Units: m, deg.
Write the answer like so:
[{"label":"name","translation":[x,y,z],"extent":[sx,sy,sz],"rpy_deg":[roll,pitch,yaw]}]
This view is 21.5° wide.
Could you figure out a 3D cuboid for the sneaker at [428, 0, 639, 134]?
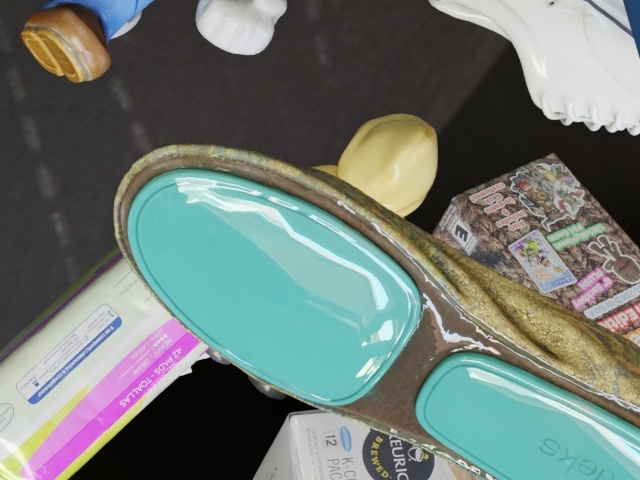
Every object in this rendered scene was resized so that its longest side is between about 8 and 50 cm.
[{"label":"sneaker","translation":[0.176,-0.104,1.034],"extent":[0.258,0.091,0.094],"rpy_deg":[42,9,23]}]

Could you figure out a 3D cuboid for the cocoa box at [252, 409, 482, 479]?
[{"label":"cocoa box","translation":[0.065,0.293,1.404],"extent":[0.347,0.228,0.231],"rpy_deg":[116,-32,-61]}]

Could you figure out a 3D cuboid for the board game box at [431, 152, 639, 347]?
[{"label":"board game box","translation":[0.221,0.109,1.610],"extent":[0.141,0.232,0.291],"rpy_deg":[-24,64,-35]}]

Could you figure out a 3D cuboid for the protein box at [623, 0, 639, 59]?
[{"label":"protein box","translation":[0.219,-0.206,0.739],"extent":[0.200,0.136,0.201],"rpy_deg":[140,-62,-63]}]

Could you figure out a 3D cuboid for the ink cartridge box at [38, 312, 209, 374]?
[{"label":"ink cartridge box","translation":[-0.210,0.109,1.874],"extent":[0.061,0.181,0.104],"rpy_deg":[-168,-118,-76]}]

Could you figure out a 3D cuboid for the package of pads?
[{"label":"package of pads","translation":[-0.185,0.096,1.328],"extent":[0.101,0.229,0.296],"rpy_deg":[48,-9,-6]}]

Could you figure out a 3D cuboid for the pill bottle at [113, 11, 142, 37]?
[{"label":"pill bottle","translation":[-0.170,-0.211,1.233],"extent":[0.120,0.067,0.067],"rpy_deg":[86,8,-46]}]

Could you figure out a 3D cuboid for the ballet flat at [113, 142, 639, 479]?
[{"label":"ballet flat","translation":[0.049,0.044,0.903],"extent":[0.348,0.123,0.123],"rpy_deg":[30,36,-11]}]

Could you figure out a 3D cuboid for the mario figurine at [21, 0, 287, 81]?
[{"label":"mario figurine","translation":[-0.074,-0.251,1.115],"extent":[0.320,0.170,0.198],"rpy_deg":[-41,140,-18]}]

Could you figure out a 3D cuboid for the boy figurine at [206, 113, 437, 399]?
[{"label":"boy figurine","translation":[0.000,0.000,1.454],"extent":[0.177,0.285,0.092],"rpy_deg":[33,26,-2]}]
